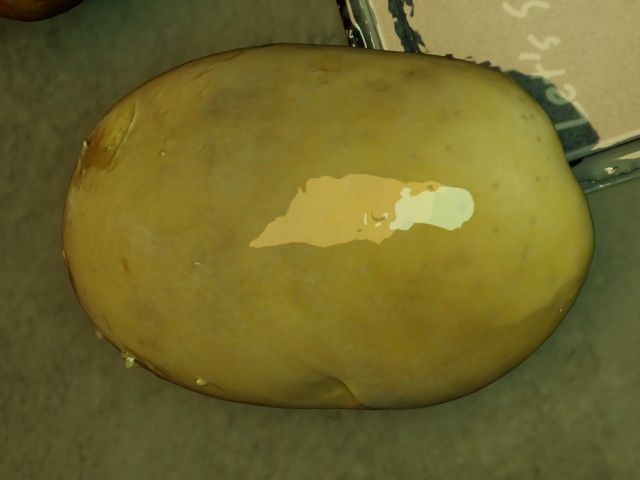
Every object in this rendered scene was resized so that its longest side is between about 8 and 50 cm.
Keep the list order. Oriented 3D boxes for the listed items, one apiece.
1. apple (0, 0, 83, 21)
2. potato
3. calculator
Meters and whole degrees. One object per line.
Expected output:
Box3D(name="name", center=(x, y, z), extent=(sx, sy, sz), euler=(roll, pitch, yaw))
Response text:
Box3D(name="apple", center=(-0.161, -0.206, 0.758), extent=(0.188, 0.211, 0.211), euler=(16, 93, -13))
Box3D(name="potato", center=(0.000, 0.000, 0.737), extent=(0.234, 0.150, 0.146), euler=(2, 55, 23))
Box3D(name="calculator", center=(0.141, -0.114, 0.759), extent=(0.274, 0.028, 0.165), euler=(-17, 86, 16))
